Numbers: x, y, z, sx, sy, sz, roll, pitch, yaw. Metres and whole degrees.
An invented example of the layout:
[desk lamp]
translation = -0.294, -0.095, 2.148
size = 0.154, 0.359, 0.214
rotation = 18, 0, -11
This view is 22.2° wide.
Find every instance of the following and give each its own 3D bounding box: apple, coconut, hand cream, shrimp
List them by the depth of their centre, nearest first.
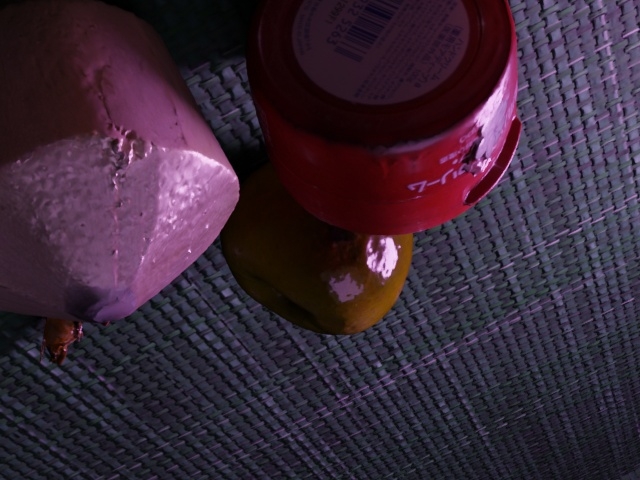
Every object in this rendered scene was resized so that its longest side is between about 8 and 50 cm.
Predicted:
[coconut]
translation = -0.195, -0.049, 1.253
size = 0.239, 0.244, 0.239
rotation = -21, 152, -12
[hand cream]
translation = 0.052, -0.131, 1.344
size = 0.230, 0.230, 0.149
rotation = -23, 150, -5
[apple]
translation = 0.000, 0.000, 1.573
size = 0.157, 0.196, 0.196
rotation = -51, 159, -19
[shrimp]
translation = -0.238, 0.067, 1.656
size = 0.095, 0.045, 0.162
rotation = -29, 156, -43
